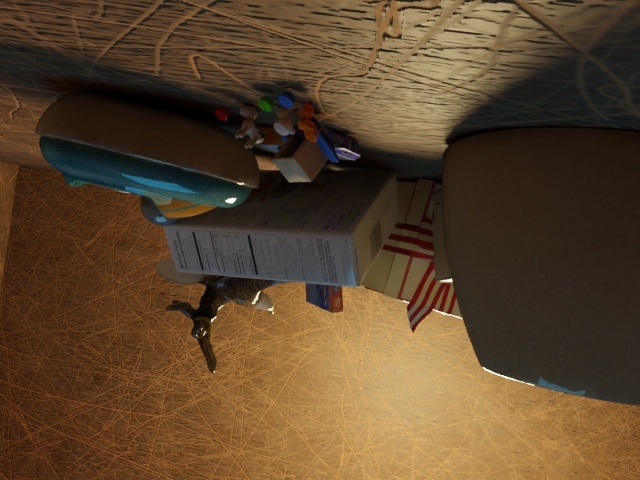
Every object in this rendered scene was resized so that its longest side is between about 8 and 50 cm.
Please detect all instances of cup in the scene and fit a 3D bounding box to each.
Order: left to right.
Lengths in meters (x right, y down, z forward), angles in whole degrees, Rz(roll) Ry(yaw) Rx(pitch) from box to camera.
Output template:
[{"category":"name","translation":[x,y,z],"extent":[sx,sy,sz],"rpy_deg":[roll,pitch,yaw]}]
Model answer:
[{"category":"cup","translation":[0.279,0.041,0.644],"extent":[0.331,0.237,0.331],"rpy_deg":[12,176,1]}]

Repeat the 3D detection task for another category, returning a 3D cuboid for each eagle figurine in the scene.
[{"category":"eagle figurine","translation":[-0.123,0.063,1.079],"extent":[0.226,0.298,0.225],"rpy_deg":[50,-178,15]}]

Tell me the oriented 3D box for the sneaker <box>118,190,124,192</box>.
[{"category":"sneaker","translation":[-0.451,-0.171,1.424],"extent":[0.236,0.095,0.104],"rpy_deg":[3,171,30]}]

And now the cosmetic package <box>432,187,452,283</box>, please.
[{"category":"cosmetic package","translation":[0.343,0.001,0.992],"extent":[0.309,0.160,0.113],"rpy_deg":[7,166,-28]}]

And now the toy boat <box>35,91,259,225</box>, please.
[{"category":"toy boat","translation":[-0.219,-0.089,0.791],"extent":[0.267,0.148,0.318],"rpy_deg":[13,-179,-8]}]

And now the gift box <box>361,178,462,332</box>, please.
[{"category":"gift box","translation":[0.211,0.038,1.166],"extent":[0.255,0.276,0.258],"rpy_deg":[13,179,-31]}]

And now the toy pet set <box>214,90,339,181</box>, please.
[{"category":"toy pet set","translation":[-0.026,-0.120,0.607],"extent":[0.122,0.065,0.114],"rpy_deg":[5,143,47]}]

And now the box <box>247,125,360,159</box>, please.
[{"category":"box","translation":[-0.016,-0.125,0.753],"extent":[0.136,0.028,0.081],"rpy_deg":[6,179,32]}]

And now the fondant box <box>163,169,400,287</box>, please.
[{"category":"fondant box","translation":[-0.056,-0.034,0.988],"extent":[0.330,0.096,0.238],"rpy_deg":[4,-150,23]}]

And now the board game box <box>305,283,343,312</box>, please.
[{"category":"board game box","translation":[0.000,0.000,1.221],"extent":[0.027,0.281,0.145],"rpy_deg":[-5,-174,-22]}]
